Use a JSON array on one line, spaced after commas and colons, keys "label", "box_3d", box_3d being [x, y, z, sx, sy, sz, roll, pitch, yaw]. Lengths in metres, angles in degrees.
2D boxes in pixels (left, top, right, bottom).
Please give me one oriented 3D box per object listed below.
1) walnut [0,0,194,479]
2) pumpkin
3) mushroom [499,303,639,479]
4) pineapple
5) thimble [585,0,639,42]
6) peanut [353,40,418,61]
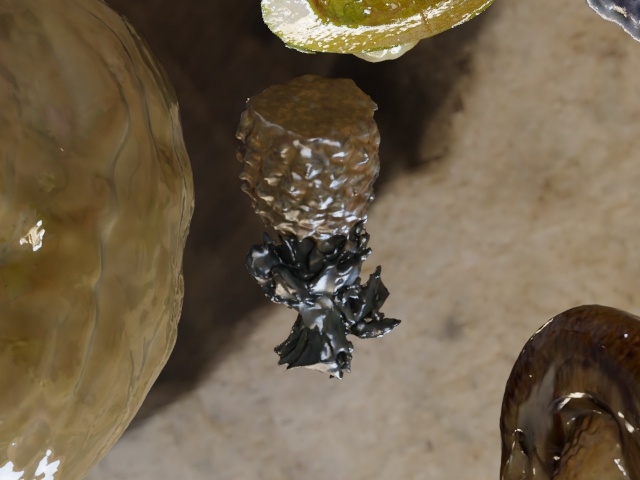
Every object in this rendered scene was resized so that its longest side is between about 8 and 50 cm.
[{"label": "walnut", "box_3d": [-0.207, -0.001, 0.912, 0.252, 0.277, 0.313, 49, 45, -74]}, {"label": "pumpkin", "box_3d": [0.046, -0.244, 1.455, 0.217, 0.217, 0.110, 90, -16, -72]}, {"label": "mushroom", "box_3d": [0.270, 0.208, 1.641, 0.263, 0.195, 0.283, 2, -99, 48]}, {"label": "pineapple", "box_3d": [0.000, 0.000, 1.371, 0.111, 0.119, 0.237, -71, 161, -57]}, {"label": "thimble", "box_3d": [0.262, -0.236, 1.242, 0.217, 0.157, 0.245, 8, -26, 50]}, {"label": "peanut", "box_3d": [0.017, -0.342, 1.970, 0.319, 0.147, 0.147, 62, -7, 9]}]
